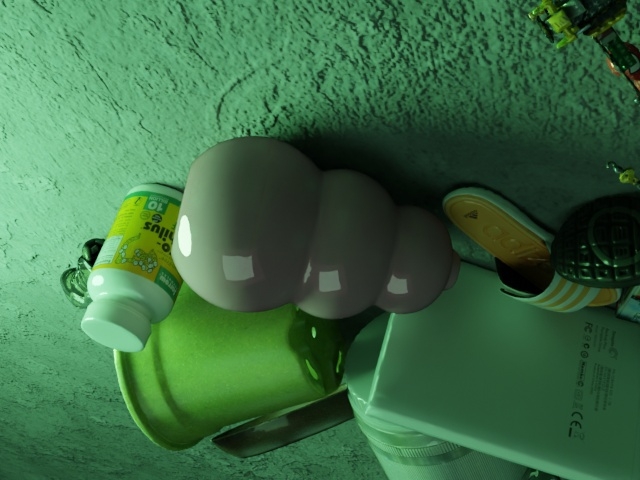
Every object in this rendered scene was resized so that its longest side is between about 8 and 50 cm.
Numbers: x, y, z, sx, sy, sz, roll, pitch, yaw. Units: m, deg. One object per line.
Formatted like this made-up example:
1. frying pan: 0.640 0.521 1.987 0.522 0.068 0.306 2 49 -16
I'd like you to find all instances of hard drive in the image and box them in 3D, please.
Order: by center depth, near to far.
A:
1. hard drive: 0.253 0.161 1.207 0.353 0.233 0.047 18 149 0

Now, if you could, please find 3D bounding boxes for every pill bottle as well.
1. pill bottle: -0.239 0.038 1.289 0.118 0.208 0.117 13 149 8

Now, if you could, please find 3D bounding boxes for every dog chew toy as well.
1. dog chew toy: 0.000 0.000 1.129 0.332 0.206 0.206 13 150 -8

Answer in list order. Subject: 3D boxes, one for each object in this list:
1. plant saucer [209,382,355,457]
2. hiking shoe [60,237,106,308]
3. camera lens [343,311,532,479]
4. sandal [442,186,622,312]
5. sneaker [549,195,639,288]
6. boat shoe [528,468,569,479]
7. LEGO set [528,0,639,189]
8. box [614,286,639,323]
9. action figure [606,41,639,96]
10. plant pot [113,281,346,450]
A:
1. plant saucer: -0.020 0.275 1.519 0.311 0.050 0.310 -21 175 -2
2. hiking shoe: -0.336 0.045 1.495 0.227 0.086 0.114 6 115 46
3. camera lens: 0.171 0.247 1.367 0.220 0.219 0.274 -2 132 30
4. sandal: 0.244 0.033 1.159 0.265 0.076 0.102 31 147 -20
5. sneaker: 0.389 0.017 1.038 0.286 0.109 0.130 -5 149 37
6. boat shoe: 0.412 0.414 1.670 0.114 0.091 0.302 19 150 -2
7. LEGO set: 0.301 -0.118 0.646 0.255 0.192 0.331 -26 104 20
8. box: 0.472 0.080 1.154 0.207 0.036 0.114 14 149 6
9. action figure: 0.371 -0.084 0.854 0.280 0.139 0.091 25 148 -8
10. plant pot: -0.111 0.150 1.387 0.254 0.276 0.276 -11 140 23
